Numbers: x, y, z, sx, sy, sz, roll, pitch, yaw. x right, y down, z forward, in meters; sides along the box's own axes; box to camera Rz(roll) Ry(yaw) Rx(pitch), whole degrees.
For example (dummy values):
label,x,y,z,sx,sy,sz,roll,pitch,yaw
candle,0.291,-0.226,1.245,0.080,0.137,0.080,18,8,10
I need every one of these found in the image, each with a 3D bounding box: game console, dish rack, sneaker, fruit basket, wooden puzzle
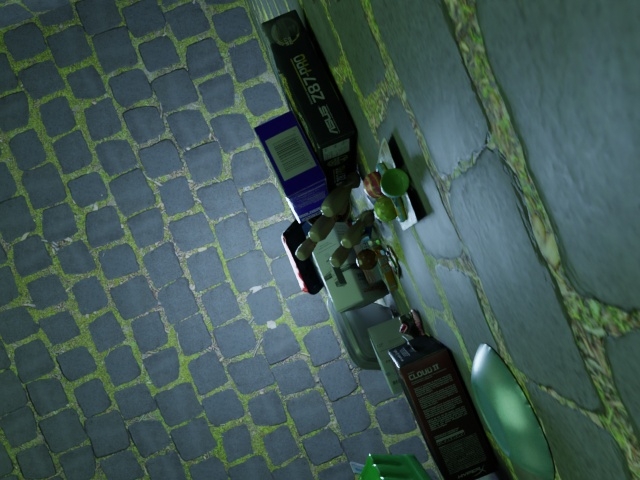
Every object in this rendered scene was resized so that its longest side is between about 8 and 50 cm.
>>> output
label,x,y,z,sx,sy,sz,roll,pitch,yaw
game console,0.000,0.000,2.223,0.386,0.060,0.341,-52,-43,-38
dish rack,0.187,0.313,1.836,0.333,0.072,0.285,20,-144,-46
sneaker,0.226,0.222,1.319,0.047,0.057,0.119,-117,3,-55
fruit basket,0.246,0.580,1.059,0.353,0.165,0.327,29,179,-12
wooden puzzle,0.180,0.054,1.318,0.116,0.014,0.078,68,180,-52

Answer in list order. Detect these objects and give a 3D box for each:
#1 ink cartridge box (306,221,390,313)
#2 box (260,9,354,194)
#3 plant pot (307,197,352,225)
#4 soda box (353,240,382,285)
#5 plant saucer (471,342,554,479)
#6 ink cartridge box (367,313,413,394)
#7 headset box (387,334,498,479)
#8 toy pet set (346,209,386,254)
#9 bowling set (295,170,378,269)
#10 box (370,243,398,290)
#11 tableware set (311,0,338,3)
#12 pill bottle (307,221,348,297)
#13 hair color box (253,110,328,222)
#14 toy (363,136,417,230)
label,x,y,z,sx,sy,sz,roll,pitch,yaw
ink cartridge box,0.093,0.085,1.736,0.197,0.114,0.272,-1,-114,-58
box,-0.015,-0.312,1.293,0.395,0.097,0.318,68,180,-80
plant pot,0.020,-0.148,1.866,0.165,0.167,0.166,-96,-14,-60
soda box,0.146,0.046,1.653,0.058,0.063,0.183,67,-178,-76
plant saucer,0.251,0.239,0.731,0.195,0.038,0.194,158,90,-89
ink cartridge box,0.229,0.329,1.530,0.127,0.128,0.176,-113,2,-51
headset box,0.248,0.342,1.146,0.218,0.110,0.293,73,174,-88
toy pet set,0.136,-0.022,1.446,0.114,0.065,0.122,-13,105,54
bowling set,0.076,-0.017,1.370,0.200,0.154,0.287,38,143,1
box,0.182,0.080,1.495,0.081,0.028,0.136,-115,4,-70
tableware set,-0.025,-0.426,0.716,0.194,0.039,0.128,69,178,-65
pill bottle,0.086,0.098,2.143,0.204,0.204,0.360,-113,1,-55
hair color box,-0.061,-0.170,1.336,0.339,0.110,0.185,60,-175,-81
toy,0.108,-0.079,0.896,0.237,0.056,0.136,79,170,-87
